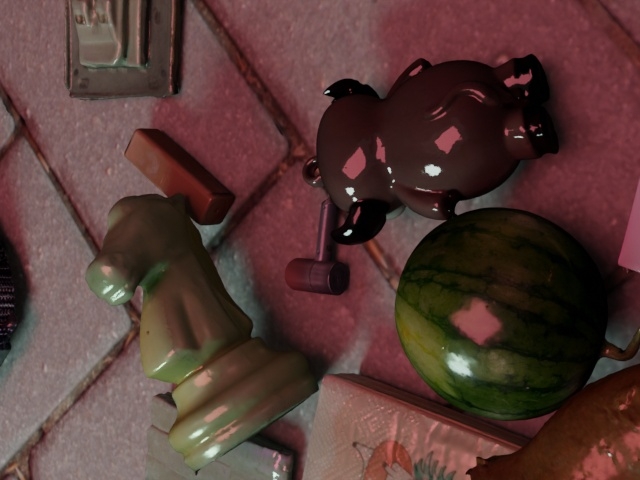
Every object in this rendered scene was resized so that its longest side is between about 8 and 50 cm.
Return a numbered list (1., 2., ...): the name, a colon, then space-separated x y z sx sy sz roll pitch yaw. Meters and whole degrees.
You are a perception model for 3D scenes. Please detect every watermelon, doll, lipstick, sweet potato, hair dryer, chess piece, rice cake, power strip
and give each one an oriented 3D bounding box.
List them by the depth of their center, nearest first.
1. sweet potato: 0.277 0.149 0.890 0.337 0.131 0.131 -41 69 23
2. watermelon: 0.173 0.068 0.987 0.215 0.188 0.188 17 103 15
3. doll: 0.097 -0.097 1.070 0.257 0.117 0.182 -20 60 32
4. chess piece: -0.145 0.082 1.196 0.176 0.176 0.298 -37 82 32
5. hair dryer: 0.000 0.000 1.202 0.063 0.037 0.114 6 89 37
6. rice cake: -0.118 0.264 1.297 0.211 0.038 0.124 12 99 35
7. lipstick: -0.168 -0.075 1.310 0.145 0.045 0.045 41 116 27
8. power strip: -0.257 -0.277 1.353 0.198 0.065 0.213 3 95 38

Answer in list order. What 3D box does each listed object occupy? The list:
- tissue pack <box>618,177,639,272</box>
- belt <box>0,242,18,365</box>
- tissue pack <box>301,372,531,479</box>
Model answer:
1. tissue pack: 0.380 -0.013 0.884 0.246 0.092 0.148 20 104 34
2. belt: -0.546 0.109 1.553 0.325 0.122 0.260 -52 60 27
3. tissue pack: 0.132 0.257 1.093 0.325 0.071 0.170 18 99 34
